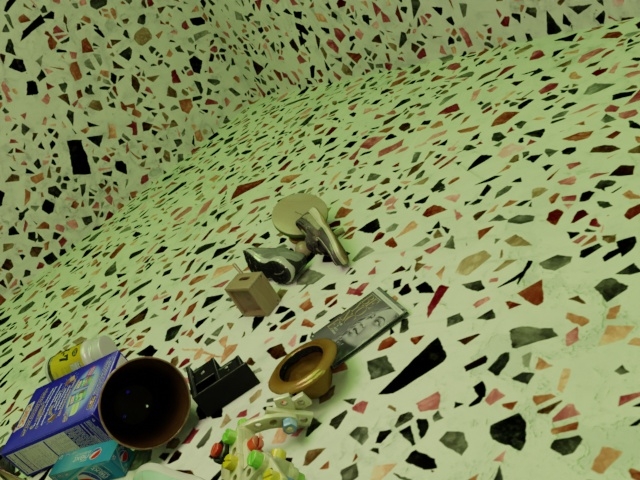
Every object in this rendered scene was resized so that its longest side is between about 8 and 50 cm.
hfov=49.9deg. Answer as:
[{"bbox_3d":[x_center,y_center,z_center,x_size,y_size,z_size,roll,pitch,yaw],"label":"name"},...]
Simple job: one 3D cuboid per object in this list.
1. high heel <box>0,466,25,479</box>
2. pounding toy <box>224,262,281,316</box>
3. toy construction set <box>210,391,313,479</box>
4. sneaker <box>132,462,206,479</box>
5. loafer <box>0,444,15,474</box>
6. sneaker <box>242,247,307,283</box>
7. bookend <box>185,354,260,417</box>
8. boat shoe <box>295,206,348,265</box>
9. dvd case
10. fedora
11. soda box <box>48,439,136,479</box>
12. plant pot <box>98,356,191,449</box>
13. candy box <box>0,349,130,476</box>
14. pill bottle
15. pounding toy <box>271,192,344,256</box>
[{"bbox_3d":[-0.781,0.615,1.714,0.261,0.186,0.093,-10,32,39],"label":"high heel"},{"bbox_3d":[-0.204,0.141,2.000,0.141,0.130,0.100,-6,35,43],"label":"pounding toy"},{"bbox_3d":[-0.116,0.424,1.349,0.215,0.151,0.327,-50,10,21],"label":"toy construction set"},{"bbox_3d":[-0.343,0.557,1.433,0.256,0.094,0.151,-9,36,43],"label":"sneaker"},{"bbox_3d":[-0.925,0.633,1.995,0.062,0.061,0.170,-40,25,-15],"label":"loafer"},{"bbox_3d":[-0.144,0.067,2.129,0.108,0.100,0.271,-34,27,-32],"label":"sneaker"},{"bbox_3d":[-0.250,0.343,1.748,0.157,0.072,0.156,-33,24,-3],"label":"bookend"},{"bbox_3d":[0.000,0.000,2.036,0.092,0.103,0.285,-33,38,1],"label":"boat shoe"},{"bbox_3d":[0.090,0.207,1.674,0.221,0.018,0.164,-35,25,-7],"label":"dvd case"},{"bbox_3d":[-0.026,0.303,1.555,0.194,0.079,0.194,-31,17,11],"label":"fedora"},{"bbox_3d":[-0.571,0.561,1.717,0.210,0.067,0.071,-21,27,23],"label":"soda box"},{"bbox_3d":[-0.455,0.408,1.726,0.215,0.215,0.230,-44,6,-25],"label":"plant pot"},{"bbox_3d":[-0.696,0.485,1.938,0.317,0.122,0.268,-24,27,14],"label":"candy box"},{"bbox_3d":[-0.759,0.388,2.194,0.208,0.119,0.119,-26,25,12],"label":"pill bottle"},{"bbox_3d":[-0.048,-0.037,2.219,0.183,0.110,0.237,-27,52,-15],"label":"pounding toy"}]
